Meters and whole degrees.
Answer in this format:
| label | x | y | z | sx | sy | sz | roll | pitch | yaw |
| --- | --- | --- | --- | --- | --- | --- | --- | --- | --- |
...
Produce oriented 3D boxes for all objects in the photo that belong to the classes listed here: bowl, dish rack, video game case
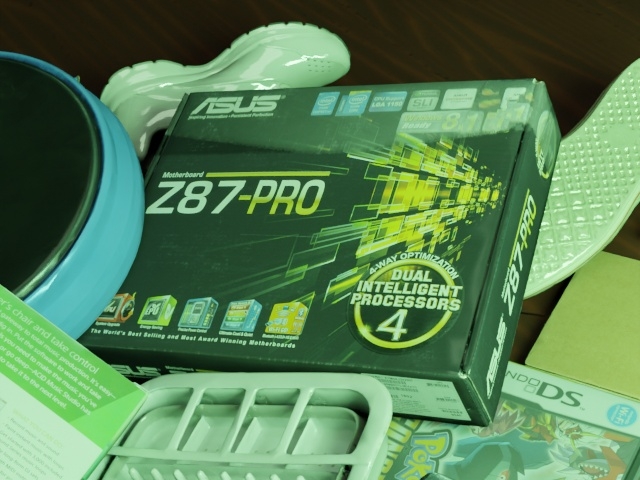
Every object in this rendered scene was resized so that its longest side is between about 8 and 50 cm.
| label | x | y | z | sx | sy | sz | roll | pitch | yaw |
| --- | --- | --- | --- | --- | --- | --- | --- | --- | --- |
| bowl | -0.365 | -0.025 | 1.186 | 0.391 | 0.077 | 0.391 | -6 | 55 | 9 |
| dish rack | -0.098 | 0.248 | 0.956 | 0.285 | 0.072 | 0.333 | -4 | 40 | 32 |
| video game case | 0.120 | 0.207 | 1.011 | 0.248 | 0.035 | 0.275 | 17 | 49 | 28 |

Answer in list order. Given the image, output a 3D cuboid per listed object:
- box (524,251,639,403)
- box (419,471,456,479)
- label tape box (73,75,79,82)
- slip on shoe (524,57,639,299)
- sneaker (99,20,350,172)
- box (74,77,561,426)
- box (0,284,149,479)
| label | x | y | z | sx | sy | sz | roll | pitch | yaw |
| --- | --- | --- | --- | --- | --- | --- | --- | --- | --- |
| box | 0.307 | 0.088 | 1.107 | 0.201 | 0.021 | 0.164 | 15 | 48 | 28 |
| box | 0.099 | 0.381 | 0.673 | 0.293 | 0.212 | 0.395 | 20 | 57 | 31 |
| label tape box | -0.416 | -0.041 | 1.354 | 0.333 | 0.106 | 0.241 | -11 | 43 | 3 |
| slip on shoe | 0.255 | -0.050 | 1.219 | 0.123 | 0.101 | 0.331 | 40 | 69 | 17 |
| sneaker | -0.101 | -0.157 | 1.431 | 0.297 | 0.111 | 0.129 | -20 | 58 | -2 |
| box | 0.000 | 0.000 | 1.149 | 0.395 | 0.097 | 0.318 | 2 | 53 | 28 |
| box | -0.308 | 0.164 | 0.929 | 0.232 | 0.058 | 0.322 | 37 | 47 | -1 |
